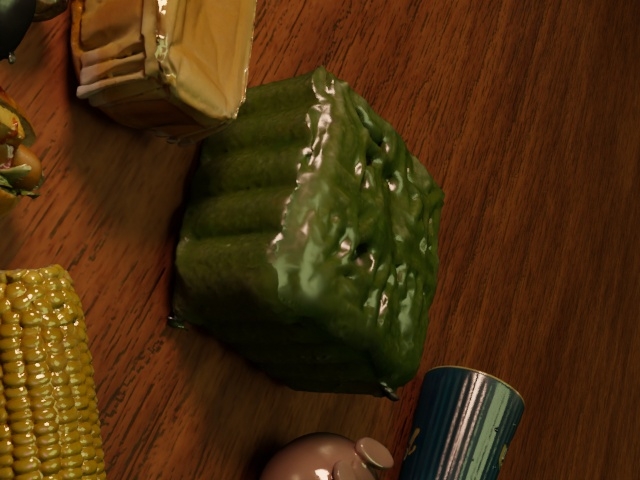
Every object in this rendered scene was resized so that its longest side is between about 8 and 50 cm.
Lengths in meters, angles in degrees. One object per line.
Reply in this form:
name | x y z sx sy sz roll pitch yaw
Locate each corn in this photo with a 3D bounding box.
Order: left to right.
corn | -0.187 0.146 0.621 0.091 0.091 0.260 -6 87 -24

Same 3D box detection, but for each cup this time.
cup | 0.169 0.264 1.167 0.176 0.131 0.155 85 25 -56

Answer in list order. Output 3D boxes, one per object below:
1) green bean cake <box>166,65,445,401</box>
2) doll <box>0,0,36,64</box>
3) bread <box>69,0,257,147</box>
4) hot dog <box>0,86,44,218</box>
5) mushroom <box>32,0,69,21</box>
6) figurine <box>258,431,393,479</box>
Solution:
green bean cake | 0.000 0.000 0.875 0.250 0.156 0.247 45 49 -47
doll | -0.244 -0.183 0.571 0.179 0.089 0.102 54 13 -11
bread | -0.121 -0.207 0.745 0.136 0.107 0.241 25 66 -57
hot dog | -0.255 -0.081 0.549 0.250 0.076 0.104 32 60 -50
mushroom | -0.223 -0.240 0.635 0.060 0.061 0.187 -41 117 -46
figurine | 0.000 0.245 0.883 0.125 0.138 0.125 31 33 -23
